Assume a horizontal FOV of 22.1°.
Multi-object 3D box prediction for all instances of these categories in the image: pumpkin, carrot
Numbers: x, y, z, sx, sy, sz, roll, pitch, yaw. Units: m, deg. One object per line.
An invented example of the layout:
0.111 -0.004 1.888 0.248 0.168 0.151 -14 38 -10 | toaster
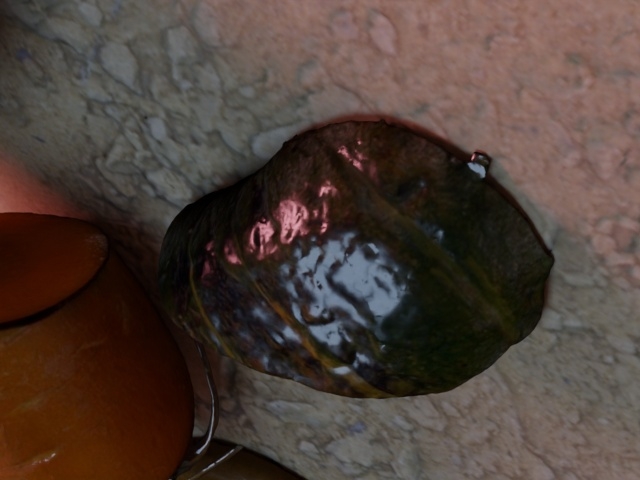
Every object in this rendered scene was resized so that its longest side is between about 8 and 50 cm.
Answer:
-0.005 0.001 1.019 0.278 0.111 0.163 22 139 23 | pumpkin
-0.194 0.114 1.249 0.193 0.214 0.331 40 157 55 | carrot

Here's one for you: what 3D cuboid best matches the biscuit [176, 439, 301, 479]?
-0.050 0.273 1.445 0.262 0.037 0.262 24 145 18 | biscuit
